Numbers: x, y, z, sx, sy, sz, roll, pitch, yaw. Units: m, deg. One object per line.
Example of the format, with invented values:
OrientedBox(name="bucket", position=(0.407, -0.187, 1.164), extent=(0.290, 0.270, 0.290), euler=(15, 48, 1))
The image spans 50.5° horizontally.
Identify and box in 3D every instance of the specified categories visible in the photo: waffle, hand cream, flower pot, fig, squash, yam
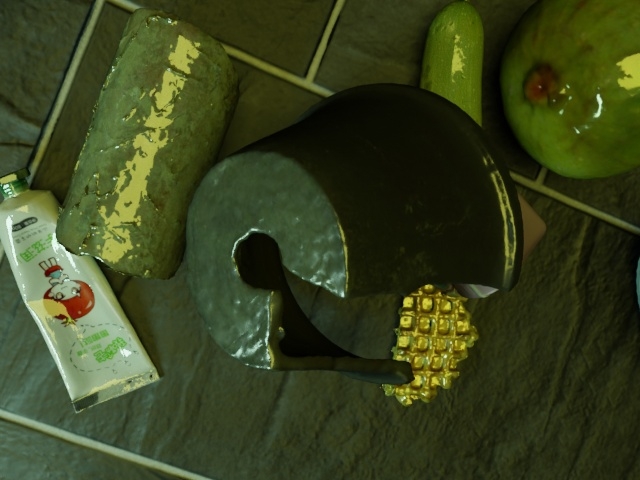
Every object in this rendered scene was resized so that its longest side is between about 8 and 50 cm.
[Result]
OrientedBox(name="waffle", position=(0.145, 0.141, 0.983), extent=(0.160, 0.046, 0.192), euler=(42, 86, -10))
OrientedBox(name="hand cream", position=(-0.339, 0.066, 0.906), extent=(0.121, 0.076, 0.336), euler=(-22, 104, -4))
OrientedBox(name="flower pot", position=(0.000, 0.000, 0.766), extent=(0.379, 0.251, 0.379), euler=(6, 100, 36))
OrientedBox(name="fig", position=(0.400, -0.229, 0.900), extent=(0.326, 0.258, 0.258), euler=(-24, 98, -23))
OrientedBox(name="squash", position=(0.182, -0.238, 0.941), extent=(0.095, 0.095, 0.188), euler=(4, 89, -9))
OrientedBox(name="yam", position=(-0.211, -0.115, 0.853), extent=(0.168, 0.168, 0.304), euler=(20, 90, -9))

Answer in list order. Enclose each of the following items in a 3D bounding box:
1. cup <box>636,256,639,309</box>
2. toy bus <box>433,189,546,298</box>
OrientedBox(name="cup", position=(0.646, 0.084, 0.976), extent=(0.311, 0.331, 0.256), euler=(-11, 62, -5))
OrientedBox(name="toy bus", position=(0.182, -0.035, 0.910), extent=(0.202, 0.142, 0.142), euler=(47, 66, -9))
